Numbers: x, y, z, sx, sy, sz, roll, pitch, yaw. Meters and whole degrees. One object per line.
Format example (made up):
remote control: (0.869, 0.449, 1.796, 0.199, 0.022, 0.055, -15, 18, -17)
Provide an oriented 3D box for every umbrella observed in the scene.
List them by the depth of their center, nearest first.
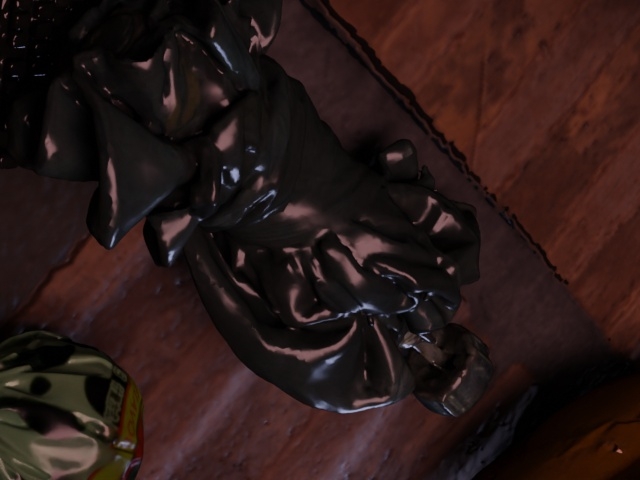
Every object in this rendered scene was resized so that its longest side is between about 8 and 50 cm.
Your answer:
umbrella: (0.003, -0.001, 0.710, 0.143, 0.094, 0.349, -46, 135, -2)

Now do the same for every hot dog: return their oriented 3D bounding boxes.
hot dog: (0.187, 0.162, 0.925, 0.326, 0.107, 0.194, -8, 128, -42)

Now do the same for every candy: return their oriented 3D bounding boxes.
candy: (-0.198, 0.039, 0.616, 0.305, 0.083, 0.091, 35, 86, -34)

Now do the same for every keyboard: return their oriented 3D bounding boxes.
keyboard: (-0.107, -0.122, 0.620, 0.060, 0.018, 0.195, -8, 119, -37)
